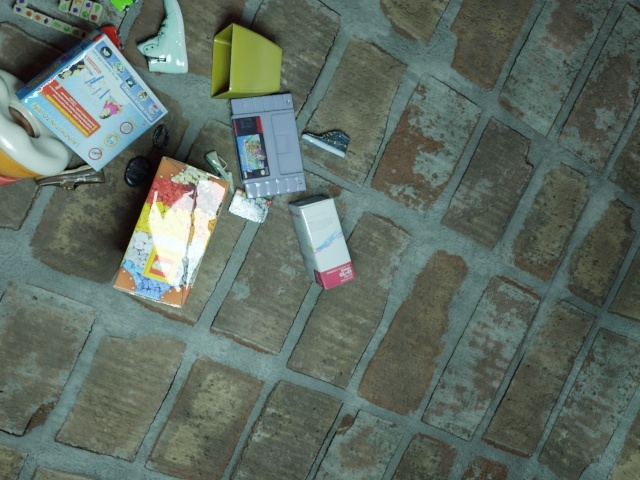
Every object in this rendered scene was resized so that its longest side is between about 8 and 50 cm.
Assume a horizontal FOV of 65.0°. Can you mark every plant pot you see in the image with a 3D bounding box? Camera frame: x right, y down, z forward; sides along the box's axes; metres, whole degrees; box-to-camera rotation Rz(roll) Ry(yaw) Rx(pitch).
[{"bbox_3d":[-0.246,-0.585,1.701,0.187,0.212,0.211,1,97,-29],"label":"plant pot"}]

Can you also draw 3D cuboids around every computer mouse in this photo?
[{"bbox_3d":[-0.595,-0.290,1.725,0.071,0.041,0.242,35,81,-25],"label":"computer mouse"}]

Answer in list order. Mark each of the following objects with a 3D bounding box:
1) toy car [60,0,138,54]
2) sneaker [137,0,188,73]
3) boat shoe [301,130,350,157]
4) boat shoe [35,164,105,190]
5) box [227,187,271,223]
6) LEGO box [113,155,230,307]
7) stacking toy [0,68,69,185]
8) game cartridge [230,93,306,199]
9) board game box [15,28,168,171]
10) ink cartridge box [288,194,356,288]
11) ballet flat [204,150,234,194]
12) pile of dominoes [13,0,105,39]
[{"bbox_3d":[-0.676,-0.742,1.629,0.225,0.053,0.239,-44,107,-6],"label":"toy car"},{"bbox_3d":[-0.529,-0.682,1.652,0.151,0.094,0.255,-9,102,-20],"label":"sneaker"},{"bbox_3d":[0.021,-0.378,1.869,0.184,0.065,0.083,21,89,-23],"label":"boat shoe"},{"bbox_3d":[-0.820,-0.199,1.652,0.207,0.073,0.072,-15,99,-13],"label":"boat shoe"},{"bbox_3d":[-0.259,-0.126,1.840,0.137,0.027,0.093,20,91,-17],"label":"box"},{"bbox_3d":[-0.455,-0.049,1.552,0.193,0.500,0.372,21,91,-18],"label":"LEGO box"},{"bbox_3d":[-1.053,-0.259,1.494,0.480,0.350,0.350,-27,104,5],"label":"stacking toy"},{"bbox_3d":[-0.189,-0.337,1.802,0.231,0.068,0.354,-11,97,-20],"label":"game cartridge"},{"bbox_3d":[-0.684,-0.421,1.536,0.302,0.086,0.308,-43,140,-8],"label":"board game box"},{"bbox_3d":[0.000,0.000,1.826,0.131,0.226,0.305,-18,102,-13],"label":"ink cartridge box"},{"bbox_3d":[-0.345,-0.244,1.788,0.052,0.057,0.168,-38,106,-18],"label":"ballet flat"},{"bbox_3d":[-0.797,-0.750,1.547,0.252,0.040,0.195,19,93,-9],"label":"pile of dominoes"}]
